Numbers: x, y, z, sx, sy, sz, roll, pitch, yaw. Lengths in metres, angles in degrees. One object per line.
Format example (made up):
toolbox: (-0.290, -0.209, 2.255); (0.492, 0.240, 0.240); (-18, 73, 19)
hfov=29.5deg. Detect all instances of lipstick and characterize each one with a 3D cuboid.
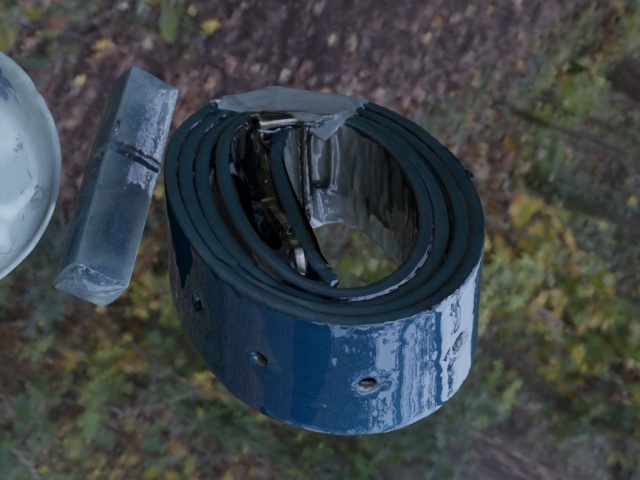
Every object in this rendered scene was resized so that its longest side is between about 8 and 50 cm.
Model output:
lipstick: (-0.234, -0.063, 1.395); (0.077, 0.076, 0.289); (-33, -143, 46)

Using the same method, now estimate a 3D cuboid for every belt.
belt: (0.000, 0.001, 1.229); (0.436, 0.300, 0.173); (-116, -158, -47)

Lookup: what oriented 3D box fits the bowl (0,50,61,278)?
bowl: (-0.402, -0.059, 1.234); (0.313, 0.313, 0.146); (-64, -151, 3)
